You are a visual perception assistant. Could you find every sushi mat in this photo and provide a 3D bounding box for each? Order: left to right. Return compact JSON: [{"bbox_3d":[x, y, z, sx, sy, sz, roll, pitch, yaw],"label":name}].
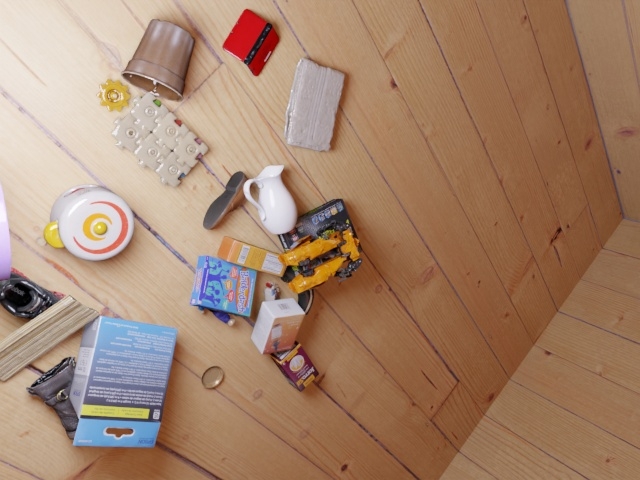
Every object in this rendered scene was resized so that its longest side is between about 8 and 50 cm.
[{"bbox_3d":[-0.750,0.261,1.498,0.317,0.019,0.151,-35,155,-4],"label":"sushi mat"}]

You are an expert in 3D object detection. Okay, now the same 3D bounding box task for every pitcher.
[{"bbox_3d":[-0.164,-0.120,1.834,0.178,0.126,0.207,-33,118,-42],"label":"pitcher"}]

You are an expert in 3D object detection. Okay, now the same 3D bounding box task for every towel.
[{"bbox_3d":[-0.021,-0.441,1.888,0.187,0.049,0.281,6,101,-40],"label":"towel"}]

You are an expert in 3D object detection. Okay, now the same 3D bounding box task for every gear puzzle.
[{"bbox_3d":[-0.485,-0.305,1.583,0.175,0.044,0.339,-52,126,-9],"label":"gear puzzle"}]

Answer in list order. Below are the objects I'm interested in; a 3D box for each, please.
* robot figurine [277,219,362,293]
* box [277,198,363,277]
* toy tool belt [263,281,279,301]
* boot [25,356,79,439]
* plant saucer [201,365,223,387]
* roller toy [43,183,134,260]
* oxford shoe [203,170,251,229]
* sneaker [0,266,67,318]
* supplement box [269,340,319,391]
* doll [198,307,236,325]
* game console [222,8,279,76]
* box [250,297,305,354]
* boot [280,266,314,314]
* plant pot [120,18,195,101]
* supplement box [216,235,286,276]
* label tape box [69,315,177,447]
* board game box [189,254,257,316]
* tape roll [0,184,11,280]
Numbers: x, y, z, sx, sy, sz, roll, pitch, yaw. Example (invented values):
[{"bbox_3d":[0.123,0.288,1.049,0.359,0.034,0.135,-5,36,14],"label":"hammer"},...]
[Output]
[{"bbox_3d":[0.008,0.054,1.936,0.291,0.085,0.210,-25,103,-27],"label":"robot figurine"},{"bbox_3d":[0.000,0.000,2.014,0.270,0.060,0.216,-28,104,-27],"label":"box"},{"bbox_3d":[-0.172,0.174,1.994,0.051,0.052,0.083,-45,139,-57],"label":"toy tool belt"},{"bbox_3d":[-0.681,0.432,1.661,0.263,0.091,0.228,-33,118,-30],"label":"boot"},{"bbox_3d":[-0.374,0.466,1.955,0.084,0.015,0.083,-14,115,-34],"label":"plant saucer"},{"bbox_3d":[-0.604,-0.048,1.508,0.209,0.146,0.191,28,87,-40],"label":"roller toy"},{"bbox_3d":[-0.286,-0.111,1.785,0.212,0.076,0.076,-54,139,-10],"label":"oxford shoe"},{"bbox_3d":[-0.739,0.167,1.489,0.276,0.135,0.097,43,76,-40],"label":"sneaker"},{"bbox_3d":[-0.097,0.462,2.126,0.104,0.081,0.188,-42,127,-19],"label":"supplement box"},{"bbox_3d":[-0.340,0.197,1.866,0.129,0.046,0.189,-51,124,-13],"label":"doll"},{"bbox_3d":[-0.207,-0.592,1.711,0.143,0.085,0.124,-60,161,-4],"label":"game console"},{"bbox_3d":[-0.150,0.299,1.991,0.130,0.091,0.170,-4,126,-37],"label":"box"},{"bbox_3d":[-0.094,0.166,2.038,0.137,0.077,0.197,6,88,-35],"label":"boot"},{"bbox_3d":[-0.418,-0.478,1.502,0.167,0.167,0.165,22,84,-41],"label":"plant pot"},{"bbox_3d":[-0.221,0.055,1.889,0.234,0.078,0.080,23,88,-41],"label":"supplement box"},{"bbox_3d":[-0.574,0.407,1.643,0.249,0.115,0.347,20,73,-41],"label":"label tape box"},{"bbox_3d":[-0.309,0.150,1.834,0.210,0.047,0.159,21,70,-43],"label":"board game box"},{"bbox_3d":[-0.777,-0.039,1.292,0.090,0.275,0.274,-9,111,-36],"label":"tape roll"}]
